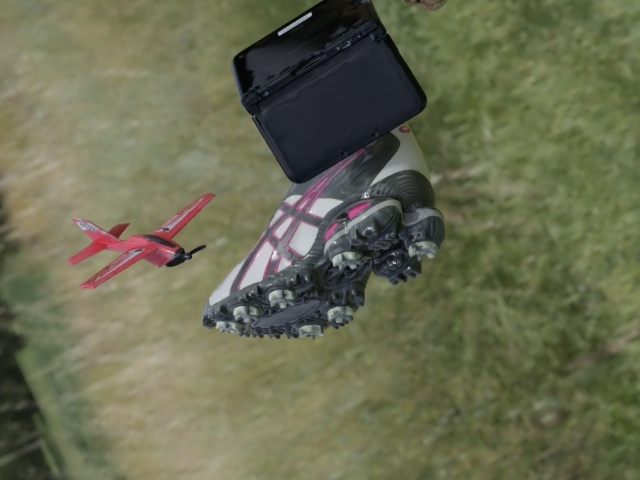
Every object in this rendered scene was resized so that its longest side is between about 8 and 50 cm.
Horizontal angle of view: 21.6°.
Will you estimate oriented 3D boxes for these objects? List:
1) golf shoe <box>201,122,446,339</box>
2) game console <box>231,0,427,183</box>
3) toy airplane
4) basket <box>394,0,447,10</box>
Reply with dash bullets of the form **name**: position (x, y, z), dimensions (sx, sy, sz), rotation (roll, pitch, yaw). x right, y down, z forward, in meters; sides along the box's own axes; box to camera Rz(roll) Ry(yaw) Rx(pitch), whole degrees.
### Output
- **golf shoe**: position (0.000, 0.000, 1.387), dimensions (0.273, 0.105, 0.120), rotation (-33, 52, 41)
- **game console**: position (0.005, -0.121, 1.277), dimensions (0.071, 0.122, 0.107), rotation (53, -169, -35)
- **toy airplane**: position (-0.159, 0.004, 1.406), dimensions (0.151, 0.151, 0.028), rotation (44, 155, 58)
- **basket**: position (0.023, -0.323, 1.070), dimensions (0.223, 0.299, 0.213), rotation (20, -177, 12)
